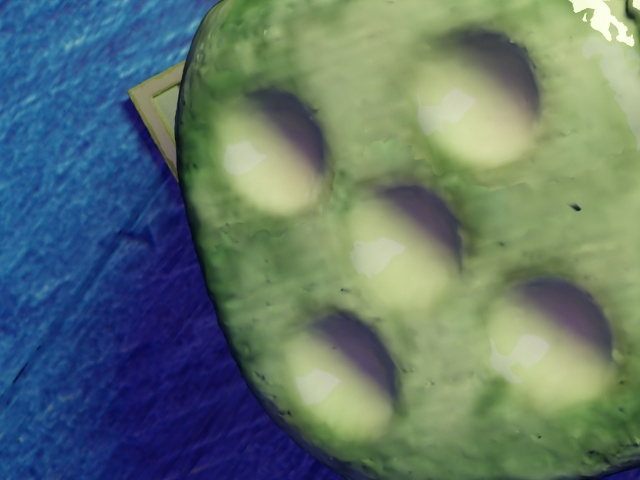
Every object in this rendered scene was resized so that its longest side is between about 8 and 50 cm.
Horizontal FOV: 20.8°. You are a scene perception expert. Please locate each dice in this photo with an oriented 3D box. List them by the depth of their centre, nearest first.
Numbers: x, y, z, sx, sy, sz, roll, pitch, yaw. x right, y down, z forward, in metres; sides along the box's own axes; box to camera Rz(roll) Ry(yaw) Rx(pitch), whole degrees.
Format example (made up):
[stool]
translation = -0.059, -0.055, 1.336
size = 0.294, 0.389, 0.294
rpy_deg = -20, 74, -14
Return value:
[dice]
translation = 0.139, -0.047, 1.097
size = 0.348, 0.328, 0.330
rpy_deg = -14, 98, 35

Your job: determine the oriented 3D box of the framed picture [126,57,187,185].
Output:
[framed picture]
translation = 0.021, -0.092, 1.327
size = 0.281, 0.019, 0.209
rpy_deg = -30, 92, 5
